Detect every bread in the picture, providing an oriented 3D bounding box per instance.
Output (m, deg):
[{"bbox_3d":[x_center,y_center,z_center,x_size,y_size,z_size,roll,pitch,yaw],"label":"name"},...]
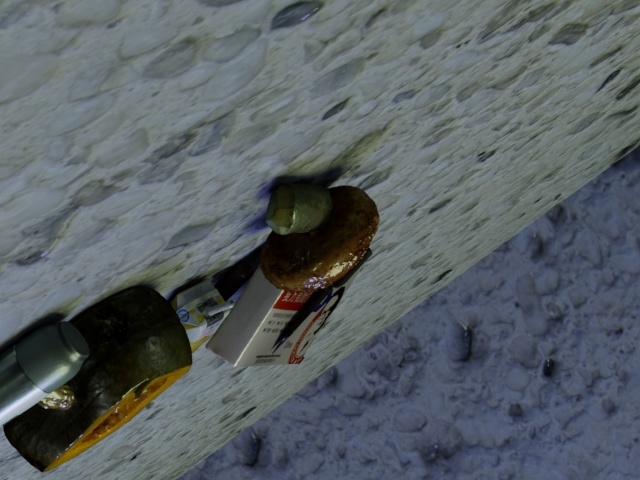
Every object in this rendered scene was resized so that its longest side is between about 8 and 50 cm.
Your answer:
[{"bbox_3d":[0.000,0.000,2.122,0.193,0.064,0.193,-29,-149,19],"label":"bread"}]

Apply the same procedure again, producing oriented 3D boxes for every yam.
[{"bbox_3d":[-0.034,-0.043,2.039,0.070,0.069,0.146,-38,167,21],"label":"yam"}]

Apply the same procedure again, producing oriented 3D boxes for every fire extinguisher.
[{"bbox_3d":[-0.152,0.082,2.336,0.173,0.035,0.049,-44,-158,42],"label":"fire extinguisher"}]

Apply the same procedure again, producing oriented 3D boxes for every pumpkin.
[{"bbox_3d":[-0.326,0.200,2.104,0.317,0.139,0.222,-37,171,31],"label":"pumpkin"}]

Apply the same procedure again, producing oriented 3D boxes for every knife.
[{"bbox_3d":[-0.001,0.095,2.401,0.230,0.028,0.060,-48,176,-19],"label":"knife"}]

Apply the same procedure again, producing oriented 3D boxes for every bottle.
[{"bbox_3d":[-0.415,0.192,1.977,0.254,0.079,0.096,-35,-154,10],"label":"bottle"}]

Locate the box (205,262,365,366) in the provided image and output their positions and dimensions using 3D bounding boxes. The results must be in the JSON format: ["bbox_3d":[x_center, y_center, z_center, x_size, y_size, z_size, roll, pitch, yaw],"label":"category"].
[{"bbox_3d":[-0.047,0.098,2.416,0.214,0.069,0.353,-57,167,5],"label":"box"}]

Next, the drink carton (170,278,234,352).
[{"bbox_3d":[-0.188,0.112,2.241,0.084,0.074,0.200,-25,165,-40],"label":"drink carton"}]
